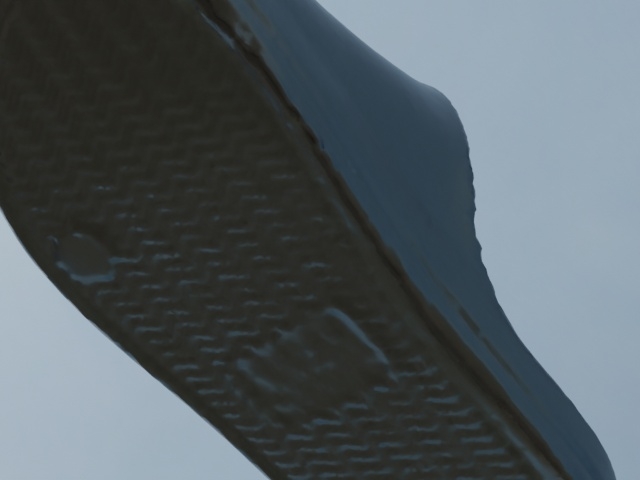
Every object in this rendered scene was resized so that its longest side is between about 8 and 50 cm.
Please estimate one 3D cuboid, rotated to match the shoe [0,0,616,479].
[{"bbox_3d":[0.000,0.000,0.543,0.108,0.093,0.241,-29,-72,34],"label":"shoe"}]
